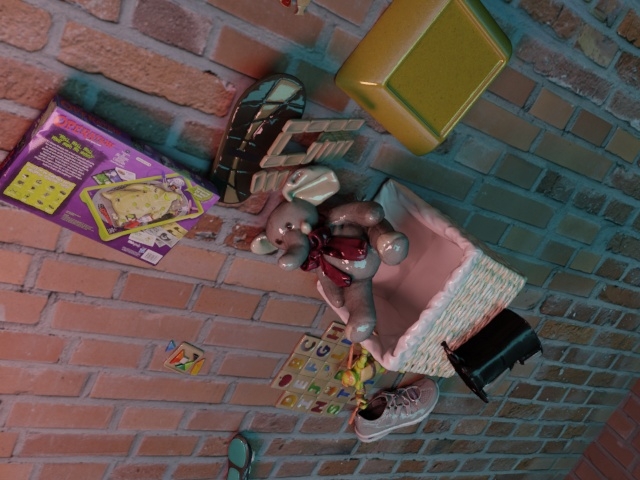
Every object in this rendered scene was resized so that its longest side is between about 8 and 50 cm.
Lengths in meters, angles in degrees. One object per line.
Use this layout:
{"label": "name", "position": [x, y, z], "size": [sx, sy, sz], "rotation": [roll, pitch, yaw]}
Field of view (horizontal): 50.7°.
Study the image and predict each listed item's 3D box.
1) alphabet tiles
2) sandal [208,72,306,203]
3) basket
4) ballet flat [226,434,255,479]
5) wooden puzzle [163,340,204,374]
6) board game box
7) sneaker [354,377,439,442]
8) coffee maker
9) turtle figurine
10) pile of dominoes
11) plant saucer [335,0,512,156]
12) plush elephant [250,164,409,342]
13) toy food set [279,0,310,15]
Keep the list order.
{"label": "alphabet tiles", "position": [0.036, 0.357, 1.827], "size": [0.342, 0.011, 0.285], "rotation": [23, 107, -40]}
{"label": "sandal", "position": [-0.136, -0.201, 1.298], "size": [0.120, 0.086, 0.303], "rotation": [22, 126, -23]}
{"label": "basket", "position": [0.228, 0.100, 1.560], "size": [0.266, 0.328, 0.331], "rotation": [25, 105, -42]}
{"label": "ballet flat", "position": [-0.211, 0.591, 1.803], "size": [0.074, 0.074, 0.203], "rotation": [-4, 116, -30]}
{"label": "wooden puzzle", "position": [-0.313, 0.273, 1.552], "size": [0.116, 0.014, 0.079], "rotation": [28, 103, -41]}
{"label": "board game box", "position": [-0.377, -0.092, 1.217], "size": [0.208, 0.056, 0.346], "rotation": [-40, 135, 20]}
{"label": "sneaker", "position": [0.222, 0.482, 1.963], "size": [0.281, 0.105, 0.115], "rotation": [-30, 132, -10]}
{"label": "coffee maker", "position": [0.376, 0.236, 1.459], "size": [0.178, 0.120, 0.171], "rotation": [-39, 138, -6]}
{"label": "turtle figurine", "position": [0.135, 0.352, 1.820], "size": [0.217, 0.087, 0.270], "rotation": [-16, 119, -32]}
{"label": "pile of dominoes", "position": [-0.036, -0.179, 1.335], "size": [0.251, 0.040, 0.196], "rotation": [-13, 150, -50]}
{"label": "plant saucer", "position": [0.246, -0.365, 1.420], "size": [0.332, 0.081, 0.333], "rotation": [32, 101, -42]}
{"label": "plush elephant", "position": [0.000, 0.000, 1.393], "size": [0.255, 0.330, 0.272], "rotation": [8, 130, -17]}
{"label": "toy food set", "position": [-0.043, -0.471, 1.211], "size": [0.077, 0.019, 0.122], "rotation": [4, 125, -33]}
